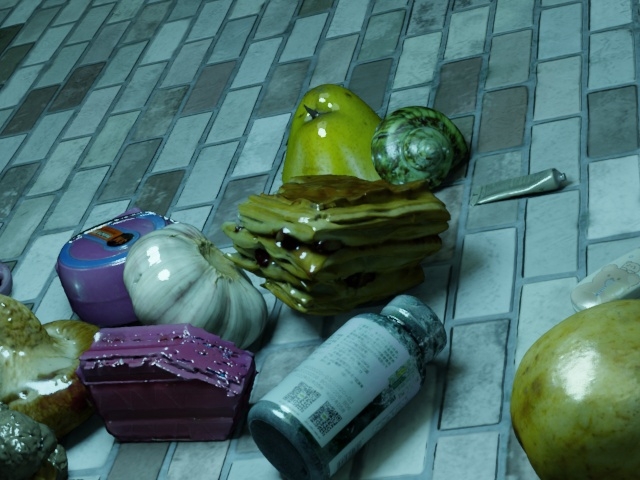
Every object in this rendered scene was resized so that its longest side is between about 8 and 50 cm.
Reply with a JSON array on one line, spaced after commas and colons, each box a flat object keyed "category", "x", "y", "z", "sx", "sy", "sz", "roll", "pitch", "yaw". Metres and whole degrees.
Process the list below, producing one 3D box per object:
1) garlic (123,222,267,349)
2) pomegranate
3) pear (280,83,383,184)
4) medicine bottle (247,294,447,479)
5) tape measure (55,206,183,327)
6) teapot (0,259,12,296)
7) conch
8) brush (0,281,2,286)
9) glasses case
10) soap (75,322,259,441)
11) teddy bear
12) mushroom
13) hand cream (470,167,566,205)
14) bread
[{"category": "garlic", "x": -0.228, "y": 0.122, "z": 2.005, "sx": 0.253, "sy": 0.245, "sz": 0.245, "roll": -53, "pitch": 30, "yaw": 11}, {"category": "pomegranate", "x": 0.350, "y": 0.193, "z": 1.492, "sx": 0.261, "sy": 0.260, "sz": 0.260, "roll": -15, "pitch": 32, "yaw": 10}, {"category": "pear", "x": 0.025, "y": -0.200, "z": 2.341, "sx": 0.267, "sy": 0.178, "sz": 0.267, "roll": -11, "pitch": 32, "yaw": 7}, {"category": "medicine bottle", "x": 0.046, "y": 0.197, "z": 1.751, "sx": 0.293, "sy": 0.141, "sz": 0.141, "roll": -40, "pitch": 36, "yaw": -27}, {"category": "tape measure", "x": -0.328, "y": 0.046, "z": 2.207, "sx": 0.245, "sy": 0.149, "sz": 0.232, "roll": -29, "pitch": 29, "yaw": -27}, {"category": "teapot", "x": -0.652, "y": 0.072, "z": 2.372, "sx": 0.148, "sy": 0.116, "sz": 0.146, "roll": -15, "pitch": 23, "yaw": 40}, {"category": "conch", "x": 0.180, "y": -0.166, "z": 2.246, "sx": 0.187, "sy": 0.124, "sz": 0.181, "roll": -13, "pitch": 37, "yaw": -12}, {"category": "brush", "x": -0.616, "y": 0.093, "z": 2.422, "sx": 0.024, "sy": 0.008, "sz": 0.083, "roll": -19, "pitch": 32, "yaw": 5}, {"category": "glasses case", "x": 0.452, "y": 0.053, "z": 1.818, "sx": 0.204, "sy": 0.051, "sz": 0.081, "roll": -28, "pitch": 31, "yaw": -10}, {"category": "soap", "x": -0.215, "y": 0.213, "z": 1.869, "sx": 0.250, "sy": 0.162, "sz": 0.099, "roll": -3, "pitch": 30, "yaw": 23}, {"category": "teddy bear", "x": -0.416, "y": 0.319, "z": 1.793, "sx": 0.140, "sy": 0.190, "sz": 0.177, "roll": -24, "pitch": 36, "yaw": -18}, {"category": "mushroom", "x": -0.450, "y": 0.208, "z": 1.988, "sx": 0.267, "sy": 0.254, "sz": 0.267, "roll": -6, "pitch": 60, "yaw": 10}, {"category": "hand cream", "x": 0.331, "y": -0.090, "z": 2.137, "sx": 0.165, "sy": 0.037, "sz": 0.057, "roll": -13, "pitch": 32, "yaw": 27}, {"category": "bread", "x": 0.000, "y": 0.000, "z": 2.005, "sx": 0.314, "sy": 0.191, "sz": 0.370, "roll": -11, "pitch": 13, "yaw": -34}]
